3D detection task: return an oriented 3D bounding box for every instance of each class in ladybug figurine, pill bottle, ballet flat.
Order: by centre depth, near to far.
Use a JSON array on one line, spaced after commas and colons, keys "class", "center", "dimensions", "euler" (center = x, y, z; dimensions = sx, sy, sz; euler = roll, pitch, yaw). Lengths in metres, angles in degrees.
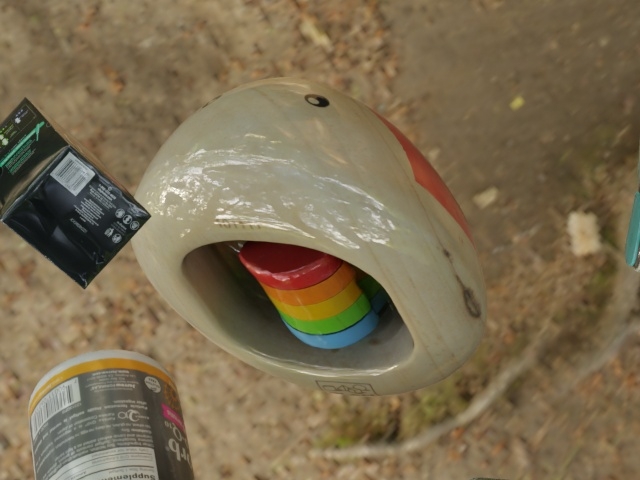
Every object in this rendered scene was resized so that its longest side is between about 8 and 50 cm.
[{"class": "ballet flat", "center": [0.306, -0.046, 1.614], "dimensions": [0.052, 0.057, 0.168], "euler": [0, 125, -3]}, {"class": "ladybug figurine", "center": [0.000, 0.000, 1.627], "dimensions": [0.305, 0.162, 0.449], "euler": [2, 152, 17]}, {"class": "pill bottle", "center": [-0.205, 0.259, 1.827], "dimensions": [0.162, 0.278, 0.162], "euler": [-8, 136, -8]}]

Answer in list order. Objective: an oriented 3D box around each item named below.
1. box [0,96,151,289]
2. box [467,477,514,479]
[{"class": "box", "center": [-0.134, -0.025, 0.912], "dimensions": [0.052, 0.083, 0.062], "euler": [-48, 122, -1]}, {"class": "box", "center": [0.122, 0.391, 1.648], "dimensions": [0.290, 0.177, 0.279], "euler": [-30, 59, 44]}]
